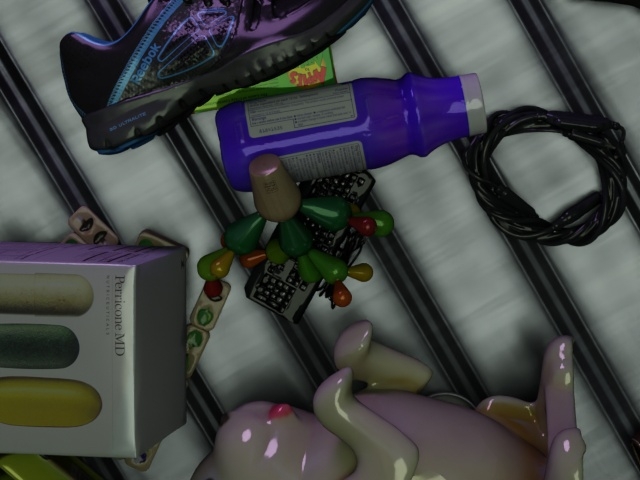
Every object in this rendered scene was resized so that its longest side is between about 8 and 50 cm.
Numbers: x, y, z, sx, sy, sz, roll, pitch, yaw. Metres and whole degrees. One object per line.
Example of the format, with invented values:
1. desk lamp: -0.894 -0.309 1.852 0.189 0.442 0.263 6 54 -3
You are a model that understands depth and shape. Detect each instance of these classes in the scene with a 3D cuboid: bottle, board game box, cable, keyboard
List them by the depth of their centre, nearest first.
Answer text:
1. bottle: 0.033 -0.121 1.869 0.283 0.118 0.092 -11 77 2
2. board game box: -0.077 -0.194 1.905 0.181 0.043 0.092 -10 96 0
3. cable: 0.244 -0.070 1.929 0.184 0.047 0.150 5 100 -4
4. keyboard: 0.000 0.000 1.929 0.100 0.038 0.192 28 95 -4

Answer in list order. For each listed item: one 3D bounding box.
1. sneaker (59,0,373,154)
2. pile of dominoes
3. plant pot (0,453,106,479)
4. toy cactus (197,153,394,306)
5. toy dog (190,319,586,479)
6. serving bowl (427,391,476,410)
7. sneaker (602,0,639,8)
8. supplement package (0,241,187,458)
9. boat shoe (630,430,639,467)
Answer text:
1. sneaker: -0.108 -0.215 1.818 0.341 0.125 0.140 -25 91 0
2. pile of dominoes: -0.229 0.108 1.933 0.196 0.040 0.251 24 94 -4
3. plant pot: -0.306 0.334 1.866 0.227 0.228 0.207 40 88 -4
4. toy cactus: -0.038 -0.009 1.845 0.219 0.112 0.180 -8 135 14
5. toy dog: 0.064 0.272 1.850 0.408 0.284 0.395 2 123 6
6. serving bowl: 0.139 0.205 1.953 0.083 0.027 0.083 1 105 4
7. sneaker: 0.406 -0.260 1.882 0.267 0.101 0.106 -1 98 -1
8. supplement package: -0.289 0.108 1.827 0.262 0.198 0.199 1 95 11
9. boat shoe: 0.396 0.304 1.949 0.073 0.073 0.207 -32 95 0
